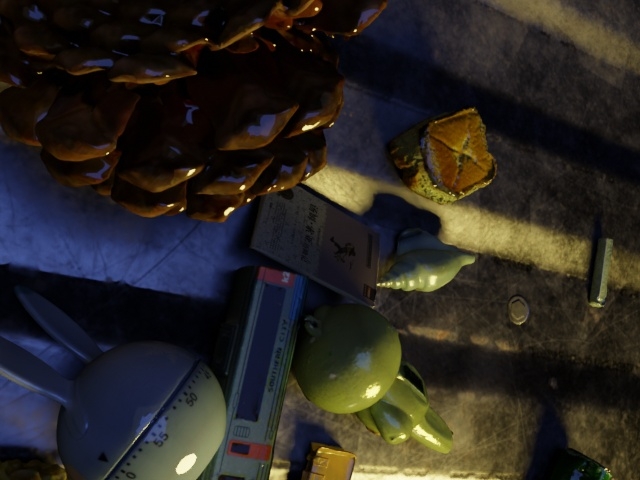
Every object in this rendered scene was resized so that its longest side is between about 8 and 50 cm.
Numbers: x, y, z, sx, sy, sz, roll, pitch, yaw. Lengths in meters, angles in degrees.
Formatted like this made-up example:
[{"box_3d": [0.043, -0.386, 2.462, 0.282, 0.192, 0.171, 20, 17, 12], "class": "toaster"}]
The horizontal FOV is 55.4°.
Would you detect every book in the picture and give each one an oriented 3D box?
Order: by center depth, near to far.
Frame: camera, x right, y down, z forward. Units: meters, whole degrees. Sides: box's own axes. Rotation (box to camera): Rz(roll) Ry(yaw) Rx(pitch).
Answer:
[{"box_3d": [0.000, 0.000, 0.766, 0.182, 0.014, 0.127, 29, 45, -22], "class": "book"}]

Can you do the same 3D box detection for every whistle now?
[{"box_3d": [0.061, 0.189, 0.765, 0.141, 0.141, 0.294, -47, 125, -23], "class": "whistle"}]

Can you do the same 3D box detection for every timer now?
[{"box_3d": [-0.219, 0.162, 0.593, 0.256, 0.175, 0.175, 16, 77, -2], "class": "timer"}]

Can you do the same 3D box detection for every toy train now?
[{"box_3d": [-0.100, 0.231, 0.683, 0.089, 0.086, 0.408, 17, 78, -21], "class": "toy train"}]

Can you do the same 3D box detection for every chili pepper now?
[{"box_3d": [0.345, 0.422, 0.913, 0.059, 0.088, 0.226, 41, 78, -15], "class": "chili pepper"}]

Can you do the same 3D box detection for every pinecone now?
[{"box_3d": [-0.119, -0.181, 0.577, 0.385, 0.384, 0.383, 3, 84, -27], "class": "pinecone"}]

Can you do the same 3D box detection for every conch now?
[{"box_3d": [0.138, 0.033, 0.845, 0.180, 0.088, 0.065, -15, 136, -33], "class": "conch"}]

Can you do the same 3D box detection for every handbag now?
[{"box_3d": [0.006, 0.301, 0.765, 0.061, 0.027, 0.083, 23, 76, -24], "class": "handbag"}]

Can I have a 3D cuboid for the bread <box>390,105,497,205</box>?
[{"box_3d": [0.178, -0.116, 0.868, 0.140, 0.069, 0.127, -28, 99, -30], "class": "bread"}]

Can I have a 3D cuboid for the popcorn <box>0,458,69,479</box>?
[{"box_3d": [-0.289, 0.262, 0.574, 0.116, 0.106, 0.120, -41, 104, -14], "class": "popcorn"}]

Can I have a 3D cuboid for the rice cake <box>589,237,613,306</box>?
[{"box_3d": [0.474, 0.053, 1.031, 0.022, 0.022, 0.121, 18, 77, -16], "class": "rice cake"}]
